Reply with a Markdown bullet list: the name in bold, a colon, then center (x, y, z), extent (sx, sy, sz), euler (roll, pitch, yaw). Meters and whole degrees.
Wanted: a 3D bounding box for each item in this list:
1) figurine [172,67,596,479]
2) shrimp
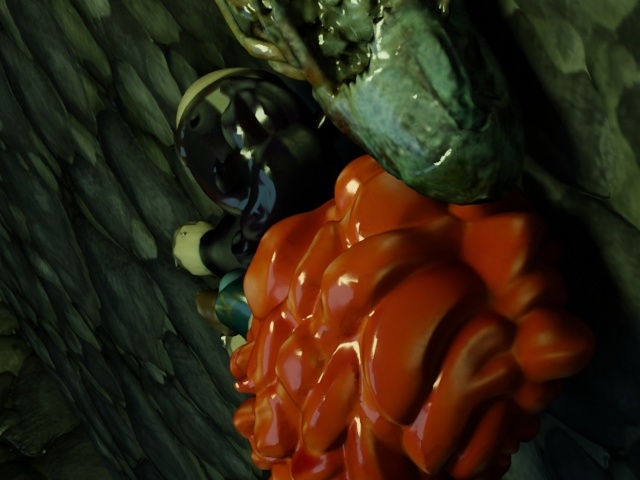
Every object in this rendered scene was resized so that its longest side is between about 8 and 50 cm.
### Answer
- **figurine**: center (0.015, 0.038, 1.212), extent (0.412, 0.241, 0.306), euler (-131, 36, -51)
- **shrimp**: center (0.007, -0.182, 1.015), extent (0.172, 0.137, 0.372), euler (-35, 101, 34)
